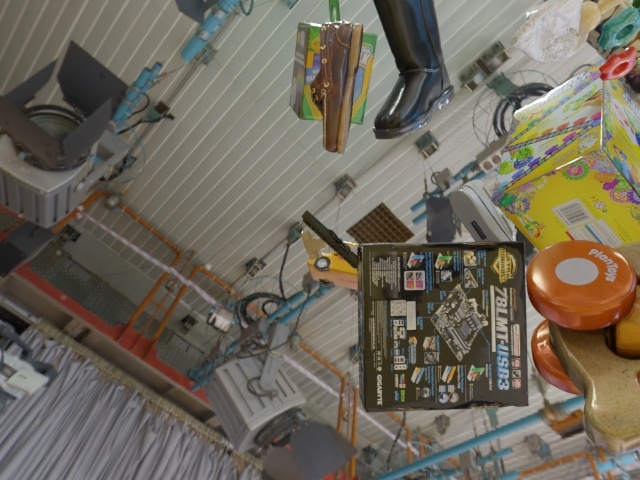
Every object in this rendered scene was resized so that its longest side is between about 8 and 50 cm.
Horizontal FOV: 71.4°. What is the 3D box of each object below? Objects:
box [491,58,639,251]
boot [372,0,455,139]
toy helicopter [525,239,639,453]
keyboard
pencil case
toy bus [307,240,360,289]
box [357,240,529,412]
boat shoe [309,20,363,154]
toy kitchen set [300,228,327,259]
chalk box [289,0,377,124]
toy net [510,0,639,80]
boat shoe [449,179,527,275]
[{"bbox_3d":[0.478,-0.095,0.768,0.290,0.279,0.177,43,-39,-14],"label":"box"},{"bbox_3d":[0.204,-0.539,1.185,0.146,0.367,0.445,5,-53,39],"label":"boot"},{"bbox_3d":[0.321,0.126,0.314,0.234,0.355,0.140,-18,-52,9],"label":"toy helicopter"},{"bbox_3d":[0.033,0.012,0.869,0.180,0.108,0.023,42,-98,6],"label":"keyboard"},{"bbox_3d":[0.721,-0.521,1.061,0.160,0.183,0.410,-40,-105,22],"label":"pencil case"},{"bbox_3d":[0.133,0.088,1.403,0.332,0.130,0.108,11,-32,21],"label":"toy bus"},{"bbox_3d":[0.216,0.149,0.799,0.293,0.073,0.296,-2,-90,-4],"label":"box"},{"bbox_3d":[0.020,-0.238,0.697,0.073,0.073,0.207,7,-96,6],"label":"boat shoe"},{"bbox_3d":[0.000,0.000,1.275,0.068,0.075,0.083,-19,-85,31],"label":"toy kitchen set"},{"bbox_3d":[0.023,-0.349,0.865,0.132,0.132,0.213,2,-63,-15],"label":"chalk box"},{"bbox_3d":[0.282,-0.218,0.449,0.232,0.045,0.122,-14,-30,-11],"label":"toy net"},{"bbox_3d":[0.399,-0.017,1.015,0.268,0.088,0.096,57,-23,6],"label":"boat shoe"}]
